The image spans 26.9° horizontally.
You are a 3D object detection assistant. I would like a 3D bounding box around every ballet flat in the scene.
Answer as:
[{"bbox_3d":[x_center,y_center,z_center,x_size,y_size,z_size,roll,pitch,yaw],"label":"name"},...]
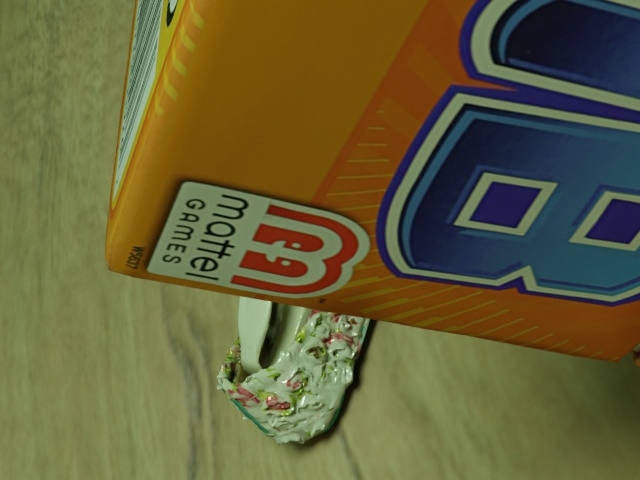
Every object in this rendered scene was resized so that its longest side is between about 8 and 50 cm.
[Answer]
[{"bbox_3d":[0.000,0.000,0.793,0.091,0.077,0.241,-8,62,49],"label":"ballet flat"}]

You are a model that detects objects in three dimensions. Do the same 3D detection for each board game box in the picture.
[{"bbox_3d":[0.158,-0.194,0.395,0.356,0.356,0.356,121,155,-55],"label":"board game box"}]
